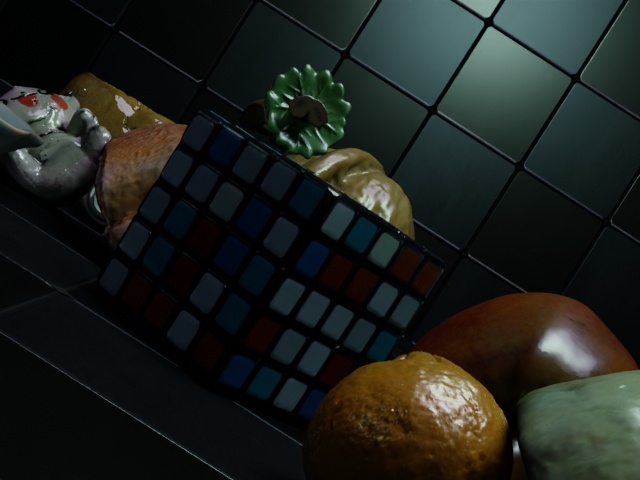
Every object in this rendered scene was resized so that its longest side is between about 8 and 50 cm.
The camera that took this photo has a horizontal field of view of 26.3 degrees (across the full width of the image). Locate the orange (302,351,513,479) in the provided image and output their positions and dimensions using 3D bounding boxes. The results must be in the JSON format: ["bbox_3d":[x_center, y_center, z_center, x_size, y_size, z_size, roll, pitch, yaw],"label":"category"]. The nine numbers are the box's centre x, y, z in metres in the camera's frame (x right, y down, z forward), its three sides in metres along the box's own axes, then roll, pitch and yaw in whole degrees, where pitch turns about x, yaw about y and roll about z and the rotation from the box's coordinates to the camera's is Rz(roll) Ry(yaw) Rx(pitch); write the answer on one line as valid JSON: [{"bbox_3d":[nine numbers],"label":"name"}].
[{"bbox_3d":[0.054,0.130,0.868,0.135,0.135,0.118,31,38,-56],"label":"orange"}]

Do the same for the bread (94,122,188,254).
[{"bbox_3d":[-0.141,-0.022,1.392,0.190,0.123,0.244,61,6,-16],"label":"bread"}]

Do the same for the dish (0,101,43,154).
[{"bbox_3d":[-0.390,-0.137,1.362,0.229,0.081,0.229,36,0,0],"label":"dish"}]

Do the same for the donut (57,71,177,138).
[{"bbox_3d":[-0.270,-0.119,1.981,0.299,0.150,0.317,31,1,-23],"label":"donut"}]

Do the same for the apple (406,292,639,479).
[{"bbox_3d":[0.182,0.152,1.235,0.234,0.234,0.234,33,1,-1],"label":"apple"}]

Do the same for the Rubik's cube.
[{"bbox_3d":[-0.042,0.028,1.144,0.182,0.187,0.184,35,5,40],"label":"Rubik's cube"}]

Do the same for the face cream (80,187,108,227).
[{"bbox_3d":[-0.253,-0.057,1.687,0.073,0.073,0.283,32,1,-6],"label":"face cream"}]

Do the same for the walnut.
[{"bbox_3d":[0.000,0.000,1.731,0.224,0.257,0.257,32,1,31],"label":"walnut"}]

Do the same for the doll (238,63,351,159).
[{"bbox_3d":[-0.019,-0.112,1.165,0.078,0.077,0.113,22,4,-13],"label":"doll"}]

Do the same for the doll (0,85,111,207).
[{"bbox_3d":[-0.311,-0.109,1.538,0.192,0.149,0.095,44,-32,44],"label":"doll"}]

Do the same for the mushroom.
[{"bbox_3d":[0.220,0.164,0.853,0.267,0.164,0.190,52,20,-53],"label":"mushroom"}]
